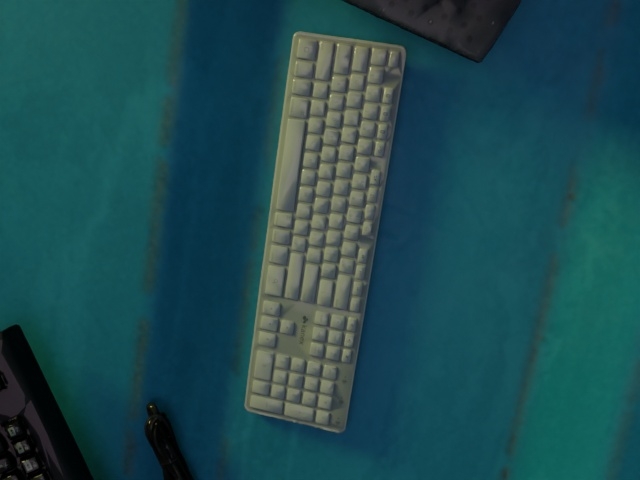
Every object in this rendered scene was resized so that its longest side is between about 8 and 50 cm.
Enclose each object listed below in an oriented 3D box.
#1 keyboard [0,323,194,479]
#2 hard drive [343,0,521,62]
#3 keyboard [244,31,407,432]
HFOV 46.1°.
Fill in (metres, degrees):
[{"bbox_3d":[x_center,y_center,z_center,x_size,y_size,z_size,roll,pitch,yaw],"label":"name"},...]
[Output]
[{"bbox_3d":[-0.162,0.209,0.513,0.201,0.033,0.317,-24,97,-10],"label":"keyboard"},{"bbox_3d":[0.071,-0.245,0.402,0.172,0.054,0.255,23,104,-4],"label":"hard drive"},{"bbox_3d":[0.000,0.000,0.488,0.072,0.014,0.256,9,102,5],"label":"keyboard"}]
